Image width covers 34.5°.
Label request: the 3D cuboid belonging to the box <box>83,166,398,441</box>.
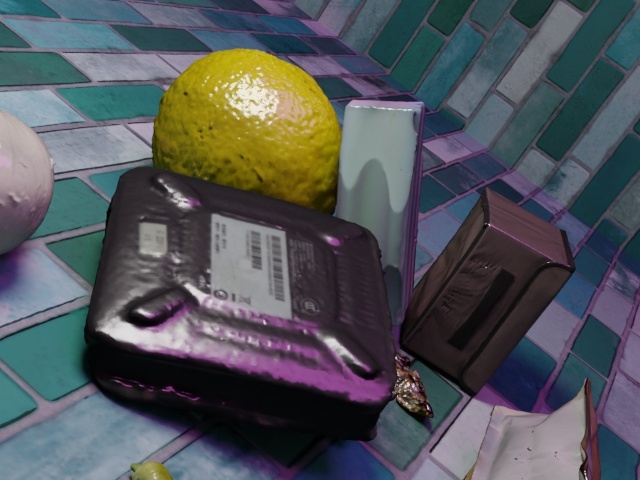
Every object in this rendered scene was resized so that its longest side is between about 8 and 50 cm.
[{"bbox_3d":[-0.086,0.061,1.198,0.350,0.091,0.359,15,35,-15],"label":"box"}]

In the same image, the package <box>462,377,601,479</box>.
[{"bbox_3d":[0.253,0.317,1.253,0.165,0.221,0.311,-2,14,18],"label":"package"}]

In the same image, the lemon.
[{"bbox_3d":[-0.097,-0.133,1.507,0.322,0.268,0.268,33,20,7],"label":"lemon"}]

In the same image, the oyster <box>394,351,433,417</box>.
[{"bbox_3d":[0.127,0.202,1.436,0.132,0.029,0.086,45,22,30],"label":"oyster"}]

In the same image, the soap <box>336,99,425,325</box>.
[{"bbox_3d":[0.085,-0.043,1.488,0.109,0.324,0.193,7,20,9],"label":"soap"}]

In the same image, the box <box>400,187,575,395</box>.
[{"bbox_3d":[0.251,0.073,1.598,0.153,0.252,0.188,32,21,-4],"label":"box"}]

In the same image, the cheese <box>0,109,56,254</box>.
[{"bbox_3d":[-0.372,-0.068,1.088,0.198,0.154,0.189,22,29,-33],"label":"cheese"}]

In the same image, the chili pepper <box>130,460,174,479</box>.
[{"bbox_3d":[-0.141,0.257,0.875,0.049,0.043,0.208,40,17,-23],"label":"chili pepper"}]
